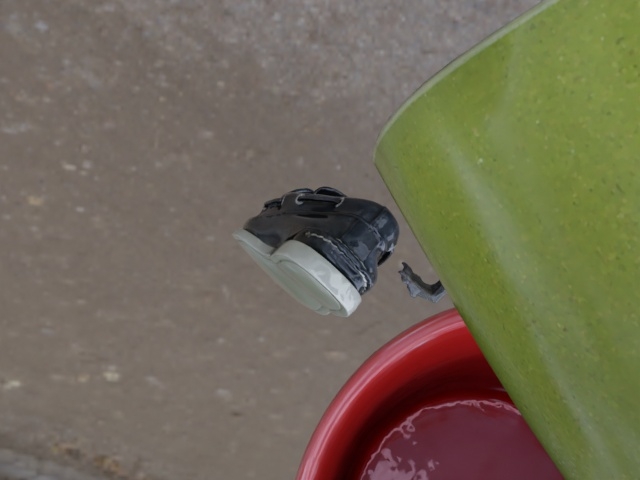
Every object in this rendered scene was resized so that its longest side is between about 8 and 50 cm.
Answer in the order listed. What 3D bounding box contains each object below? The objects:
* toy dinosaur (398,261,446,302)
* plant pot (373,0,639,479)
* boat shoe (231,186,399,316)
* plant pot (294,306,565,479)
[{"bbox_3d":[0.144,0.051,1.028,0.118,0.268,0.064,-23,162,18],"label":"toy dinosaur"},{"bbox_3d":[0.199,0.051,0.421,0.275,0.293,0.275,-20,170,-4],"label":"plant pot"},{"bbox_3d":[-0.003,-0.003,1.192,0.127,0.113,0.340,43,172,-6],"label":"boat shoe"},{"bbox_3d":[0.109,0.183,0.727,0.275,0.275,0.243,3,171,-1],"label":"plant pot"}]
